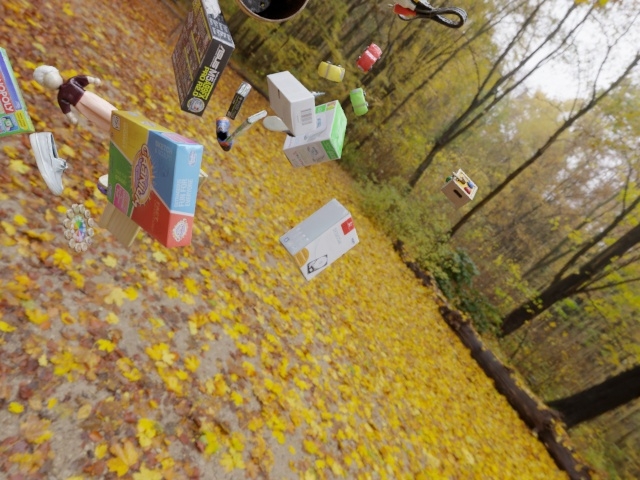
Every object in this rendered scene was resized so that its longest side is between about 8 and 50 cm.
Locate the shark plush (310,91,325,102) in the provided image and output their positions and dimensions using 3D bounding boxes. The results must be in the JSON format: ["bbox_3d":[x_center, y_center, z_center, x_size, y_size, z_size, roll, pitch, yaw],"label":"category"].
[{"bbox_3d":[-0.053,-0.833,2.365,0.067,0.161,0.073,67,-19,-11],"label":"shark plush"}]

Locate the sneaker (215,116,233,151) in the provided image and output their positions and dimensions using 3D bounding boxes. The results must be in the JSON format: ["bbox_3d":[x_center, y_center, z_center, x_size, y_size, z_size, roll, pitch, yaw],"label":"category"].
[{"bbox_3d":[-0.497,-0.523,2.043,0.221,0.083,0.087,93,-1,-63],"label":"sneaker"}]

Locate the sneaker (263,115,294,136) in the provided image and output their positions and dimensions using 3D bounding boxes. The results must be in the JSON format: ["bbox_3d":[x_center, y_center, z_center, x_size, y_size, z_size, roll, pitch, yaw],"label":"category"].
[{"bbox_3d":[-0.139,-0.430,1.531,0.152,0.058,0.084,4,-3,3],"label":"sneaker"}]

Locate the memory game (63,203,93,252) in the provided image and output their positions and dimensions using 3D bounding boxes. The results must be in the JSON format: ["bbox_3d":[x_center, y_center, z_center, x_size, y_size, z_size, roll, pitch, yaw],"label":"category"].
[{"bbox_3d":[-0.894,-0.045,1.493,0.186,0.012,0.186,180,-90,-89],"label":"memory game"}]

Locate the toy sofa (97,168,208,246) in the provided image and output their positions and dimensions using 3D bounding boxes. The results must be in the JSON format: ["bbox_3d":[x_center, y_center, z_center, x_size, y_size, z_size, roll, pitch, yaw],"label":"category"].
[{"bbox_3d":[-0.557,-0.161,1.319,0.177,0.150,0.363,42,38,-7],"label":"toy sofa"}]

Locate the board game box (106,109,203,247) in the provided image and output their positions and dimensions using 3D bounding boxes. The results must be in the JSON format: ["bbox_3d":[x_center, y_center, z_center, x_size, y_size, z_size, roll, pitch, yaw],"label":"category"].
[{"bbox_3d":[-0.412,-0.157,0.972,0.316,0.242,0.064,29,25,34],"label":"board game box"}]

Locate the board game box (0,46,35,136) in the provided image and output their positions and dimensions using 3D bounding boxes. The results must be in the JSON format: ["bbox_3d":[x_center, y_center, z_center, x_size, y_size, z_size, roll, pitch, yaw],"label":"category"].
[{"bbox_3d":[-1.292,-0.565,1.566,0.046,0.213,0.318,-142,-142,-73],"label":"board game box"}]

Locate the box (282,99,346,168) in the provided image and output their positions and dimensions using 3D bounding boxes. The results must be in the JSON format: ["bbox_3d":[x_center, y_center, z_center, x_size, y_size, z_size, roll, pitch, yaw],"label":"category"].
[{"bbox_3d":[-0.020,-0.471,1.799,0.127,0.231,0.262,56,36,-45],"label":"box"}]

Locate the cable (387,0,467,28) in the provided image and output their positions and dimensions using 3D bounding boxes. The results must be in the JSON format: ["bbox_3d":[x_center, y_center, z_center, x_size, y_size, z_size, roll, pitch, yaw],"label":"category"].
[{"bbox_3d":[0.352,-0.776,1.377,0.287,0.072,0.139,40,-21,14],"label":"cable"}]

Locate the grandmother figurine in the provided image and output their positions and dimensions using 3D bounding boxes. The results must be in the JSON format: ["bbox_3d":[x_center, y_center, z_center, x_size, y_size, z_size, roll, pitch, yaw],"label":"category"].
[{"bbox_3d":[-0.965,-0.574,1.622,0.342,0.208,0.104,33,-11,-28],"label":"grandmother figurine"}]

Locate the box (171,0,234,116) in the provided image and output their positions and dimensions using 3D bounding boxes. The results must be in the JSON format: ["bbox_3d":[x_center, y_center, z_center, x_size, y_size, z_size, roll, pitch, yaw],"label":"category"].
[{"bbox_3d":[-0.322,-0.500,1.073,0.060,0.216,0.270,10,45,-38],"label":"box"}]

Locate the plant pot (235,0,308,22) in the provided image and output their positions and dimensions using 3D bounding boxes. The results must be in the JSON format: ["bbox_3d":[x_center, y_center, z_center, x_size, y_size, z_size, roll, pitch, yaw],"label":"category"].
[{"bbox_3d":[-0.156,-0.690,1.085,0.215,0.215,0.230,41,0,-27],"label":"plant pot"}]

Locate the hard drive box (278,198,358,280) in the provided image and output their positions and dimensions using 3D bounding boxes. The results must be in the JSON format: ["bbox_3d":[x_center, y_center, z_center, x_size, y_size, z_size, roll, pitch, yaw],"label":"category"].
[{"bbox_3d":[0.000,0.000,1.348,0.089,0.232,0.181,46,-10,35],"label":"hard drive box"}]

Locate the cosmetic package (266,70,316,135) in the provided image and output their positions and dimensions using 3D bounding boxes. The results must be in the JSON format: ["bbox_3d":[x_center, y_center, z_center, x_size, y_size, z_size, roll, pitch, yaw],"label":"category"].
[{"bbox_3d":[-0.096,-0.446,1.299,0.231,0.085,0.117,-126,-157,-43],"label":"cosmetic package"}]

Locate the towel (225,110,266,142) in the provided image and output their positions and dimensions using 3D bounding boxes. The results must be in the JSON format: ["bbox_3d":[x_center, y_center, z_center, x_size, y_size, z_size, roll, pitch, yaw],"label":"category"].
[{"bbox_3d":[-0.269,-0.411,1.464,0.023,0.152,0.113,54,41,-10],"label":"towel"}]

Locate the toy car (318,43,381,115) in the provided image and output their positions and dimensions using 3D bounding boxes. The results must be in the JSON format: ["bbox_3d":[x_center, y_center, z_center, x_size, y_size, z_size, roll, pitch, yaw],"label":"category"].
[{"bbox_3d":[0.125,-0.569,1.470,0.053,0.238,0.225,-75,149,-63],"label":"toy car"}]

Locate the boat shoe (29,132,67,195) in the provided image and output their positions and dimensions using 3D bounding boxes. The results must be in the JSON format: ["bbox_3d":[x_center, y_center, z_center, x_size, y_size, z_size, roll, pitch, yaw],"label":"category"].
[{"bbox_3d":[-0.960,-0.278,1.443,0.079,0.081,0.228,-173,-114,-72],"label":"boat shoe"}]

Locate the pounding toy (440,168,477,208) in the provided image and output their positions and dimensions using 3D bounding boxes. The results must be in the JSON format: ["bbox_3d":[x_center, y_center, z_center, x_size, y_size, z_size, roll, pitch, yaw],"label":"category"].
[{"bbox_3d":[0.557,-0.223,1.620,0.141,0.100,0.130,45,46,-4],"label":"pounding toy"}]

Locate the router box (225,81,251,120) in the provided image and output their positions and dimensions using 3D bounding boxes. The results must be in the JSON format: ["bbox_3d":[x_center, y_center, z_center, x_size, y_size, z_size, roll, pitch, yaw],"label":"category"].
[{"bbox_3d":[-0.318,-0.541,1.562,0.038,0.122,0.092,28,46,-14],"label":"router box"}]
